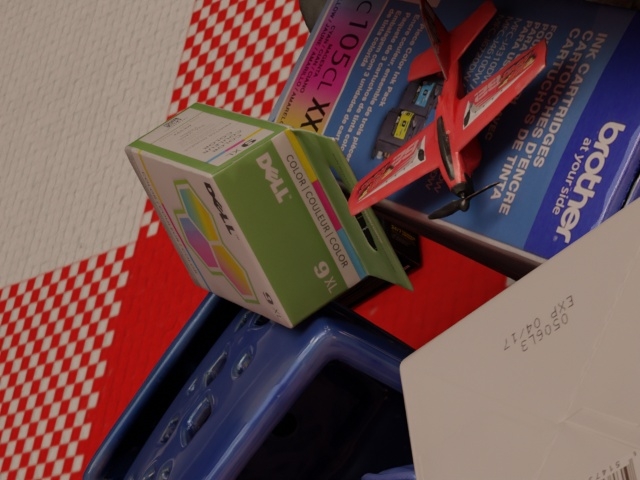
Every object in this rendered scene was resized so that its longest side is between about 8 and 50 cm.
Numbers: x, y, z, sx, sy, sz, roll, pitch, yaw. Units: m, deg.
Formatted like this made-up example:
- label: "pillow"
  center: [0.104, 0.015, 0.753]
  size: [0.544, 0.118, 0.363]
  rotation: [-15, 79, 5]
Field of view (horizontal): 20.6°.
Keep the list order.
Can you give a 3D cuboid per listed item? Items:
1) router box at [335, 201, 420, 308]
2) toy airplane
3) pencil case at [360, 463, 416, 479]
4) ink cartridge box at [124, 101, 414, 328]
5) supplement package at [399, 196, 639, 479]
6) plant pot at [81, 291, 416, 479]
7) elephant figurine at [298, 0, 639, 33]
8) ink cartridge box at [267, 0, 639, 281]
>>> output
- label: "router box"
  center: [0.000, 0.000, 1.434]
  size: [0.179, 0.046, 0.133]
  rotation: [-33, 42, 33]
- label: "toy airplane"
  center: [0.068, -0.073, 0.938]
  size: [0.151, 0.028, 0.151]
  rotation: [-32, 45, 39]
- label: "pencil case"
  center: [0.083, 0.281, 1.004]
  size: [0.119, 0.133, 0.306]
  rotation: [150, 123, -70]
- label: "ink cartridge box"
  center: [-0.037, -0.014, 1.063]
  size: [0.062, 0.109, 0.209]
  rotation: [-34, 22, -17]
- label: "supplement package"
  center: [0.208, 0.138, 0.849]
  size: [0.177, 0.293, 0.175]
  rotation: [-38, 41, 30]
- label: "plant pot"
  center: [-0.009, 0.157, 1.179]
  size: [0.236, 0.236, 0.212]
  rotation: [-55, 27, 6]
- label: "elephant figurine"
  center: [0.106, -0.205, 1.352]
  size: [0.239, 0.186, 0.169]
  rotation: [-41, 33, 33]
- label: "ink cartridge box"
  center: [0.186, -0.027, 1.019]
  size: [0.395, 0.270, 0.151]
  rotation: [27, 92, 56]
